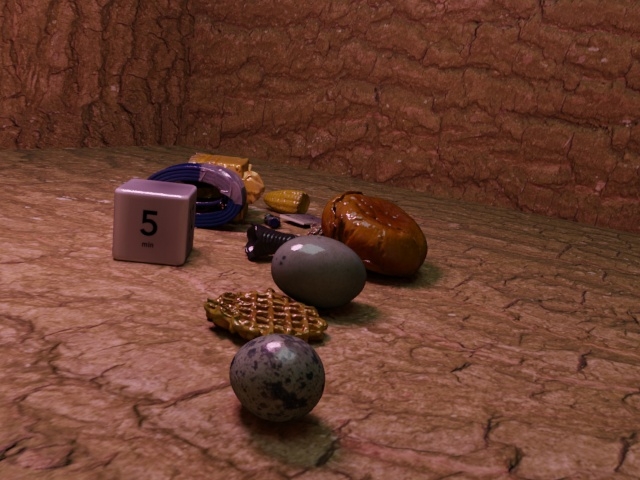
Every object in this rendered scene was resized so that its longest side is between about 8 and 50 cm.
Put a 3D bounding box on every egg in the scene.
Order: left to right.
[{"bbox_3d":[-0.071,0.210,0.914,0.172,0.132,0.132,1,6,42],"label":"egg"},{"bbox_3d":[-0.002,0.075,1.395,0.236,0.169,0.169,16,11,-19],"label":"egg"}]

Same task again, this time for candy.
[{"bbox_3d":[-0.145,-0.158,2.392,0.198,0.106,0.094,11,-5,31],"label":"candy"}]

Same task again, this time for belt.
[{"bbox_3d":[-0.431,-0.158,2.019,0.346,0.213,0.117,3,12,2],"label":"belt"}]

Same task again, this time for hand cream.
[{"bbox_3d":[-0.176,-0.075,2.189,0.062,0.039,0.163,4,9,-8],"label":"hand cream"}]

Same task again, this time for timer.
[{"bbox_3d":[-0.455,-0.055,1.633,0.194,0.195,0.192,7,14,-5],"label":"timer"}]

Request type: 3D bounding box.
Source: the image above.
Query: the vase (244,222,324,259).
[{"bbox_3d":[-0.097,0.012,1.762,0.237,0.116,0.115,7,13,-23],"label":"vase"}]

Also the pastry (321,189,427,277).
[{"bbox_3d":[0.164,-0.022,1.764,0.355,0.164,0.356,22,19,-8],"label":"pastry"}]

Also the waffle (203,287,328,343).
[{"bbox_3d":[-0.110,0.158,1.249,0.237,0.059,0.243,20,18,39],"label":"waffle"}]

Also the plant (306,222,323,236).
[{"bbox_3d":[0.000,0.000,1.943,0.116,0.104,0.122,40,-27,-10],"label":"plant"}]

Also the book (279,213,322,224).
[{"bbox_3d":[-0.054,-0.080,2.270,0.127,0.014,0.181,20,14,36],"label":"book"}]

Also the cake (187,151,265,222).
[{"bbox_3d":[-0.346,-0.192,2.183,0.285,0.223,0.227,7,16,-3],"label":"cake"}]
